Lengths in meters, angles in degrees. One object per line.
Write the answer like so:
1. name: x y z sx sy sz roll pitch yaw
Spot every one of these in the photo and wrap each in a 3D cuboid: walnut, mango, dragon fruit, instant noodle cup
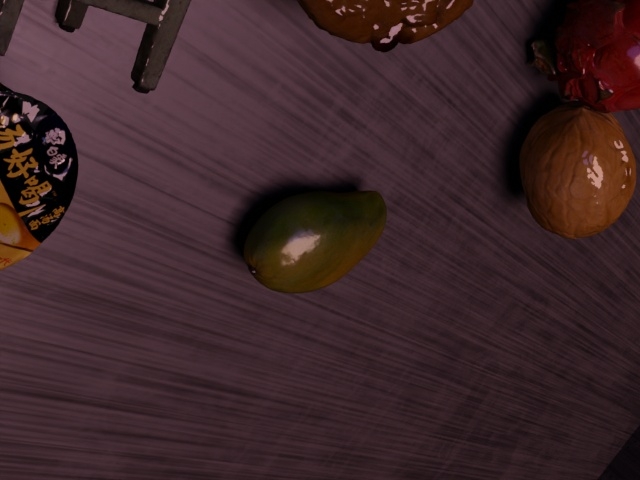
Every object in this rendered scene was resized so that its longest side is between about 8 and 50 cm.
1. walnut: 0.354 -0.096 1.228 0.159 0.159 0.207 -32 133 -23
2. mango: -0.002 0.003 0.999 0.191 0.085 0.122 -4 121 -43
3. dragon fruit: 0.379 -0.246 1.113 0.209 0.172 0.172 -24 138 -12
4. instant noodle cup: -0.268 -0.062 0.640 0.151 0.122 0.151 -25 135 -28

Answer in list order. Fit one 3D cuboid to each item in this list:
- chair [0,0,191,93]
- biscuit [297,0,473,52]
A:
1. chair: -0.146 -0.253 0.587 0.147 0.136 0.270 6 118 -50
2. biscuit: 0.074 -0.313 0.770 0.296 0.075 0.296 -15 116 -32
